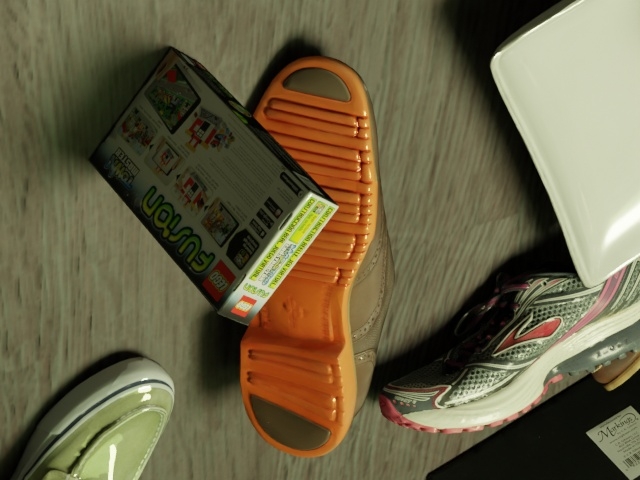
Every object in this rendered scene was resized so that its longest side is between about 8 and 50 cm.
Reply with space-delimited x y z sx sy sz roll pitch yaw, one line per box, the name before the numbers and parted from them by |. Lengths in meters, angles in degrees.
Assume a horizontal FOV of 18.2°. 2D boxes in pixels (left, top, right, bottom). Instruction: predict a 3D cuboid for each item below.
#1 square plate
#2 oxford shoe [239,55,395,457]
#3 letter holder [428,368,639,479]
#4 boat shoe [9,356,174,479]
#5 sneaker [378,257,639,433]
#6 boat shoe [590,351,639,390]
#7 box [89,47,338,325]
square plate | 0.326 -0.157 1.767 0.347 0.049 0.344 -35 138 -4
oxford shoe | 0.000 0.000 1.694 0.133 0.130 0.363 -46 147 -54
letter holder | 0.287 0.284 2.122 0.302 0.152 0.214 -30 140 -16
boat shoe | -0.218 0.235 1.705 0.302 0.094 0.109 -51 139 9
sneaker | 0.183 0.090 1.914 0.299 0.121 0.112 -28 108 -17
boat shoe | 0.336 0.056 2.036 0.073 0.073 0.207 37 94 -12
box | -0.084 -0.044 1.490 0.036 0.207 0.114 25 107 -48
